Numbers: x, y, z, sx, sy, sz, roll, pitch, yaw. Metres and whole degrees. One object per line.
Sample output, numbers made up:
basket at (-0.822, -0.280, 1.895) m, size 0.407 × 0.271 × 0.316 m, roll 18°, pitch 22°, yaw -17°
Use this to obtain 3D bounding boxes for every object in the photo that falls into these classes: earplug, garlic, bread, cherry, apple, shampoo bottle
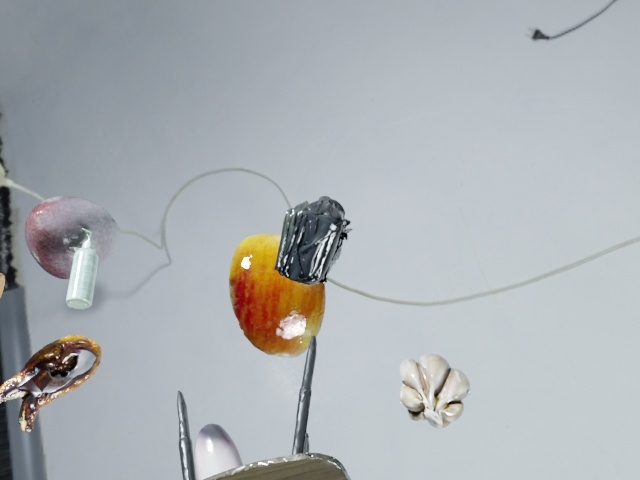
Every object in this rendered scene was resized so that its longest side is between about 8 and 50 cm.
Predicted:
earplug at (-0.292, 0.694, 1.546) m, size 0.172 × 0.172 × 0.301 m, roll -27°, pitch 63°, yaw 9°
garlic at (0.192, 0.271, 0.918) m, size 0.131 × 0.194 × 0.127 m, roll 18°, pitch 94°, yaw 15°
bread at (-0.683, 0.343, 1.322) m, size 0.139 × 0.095 × 0.269 m, roll 53°, pitch 53°, yaw -10°
cherry at (-0.635, -0.008, 1.342) m, size 0.183 × 0.266 × 0.213 m, roll 33°, pitch 71°, yaw 25°
apple at (-0.112, 0.145, 1.395) m, size 0.253 × 0.179 × 0.346 m, roll -9°, pitch 80°, yaw -9°
shampoo bottle at (-0.551, 0.062, 1.218) m, size 0.056 × 0.056 × 0.195 m, roll -15°, pitch 56°, yaw 13°

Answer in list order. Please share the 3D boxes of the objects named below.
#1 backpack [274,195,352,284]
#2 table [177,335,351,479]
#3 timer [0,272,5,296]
backpack at (0.000, 0.000, 1.193) m, size 0.133 × 0.258 × 0.206 m, roll 19°, pitch 102°, yaw 11°
table at (-0.078, 0.337, 0.796) m, size 0.317 × 0.317 × 0.249 m, roll -24°, pitch 31°, yaw 10°
timer at (-0.849, 0.118, 1.221) m, size 0.152 × 0.132 × 0.132 m, roll 20°, pitch 82°, yaw -17°
